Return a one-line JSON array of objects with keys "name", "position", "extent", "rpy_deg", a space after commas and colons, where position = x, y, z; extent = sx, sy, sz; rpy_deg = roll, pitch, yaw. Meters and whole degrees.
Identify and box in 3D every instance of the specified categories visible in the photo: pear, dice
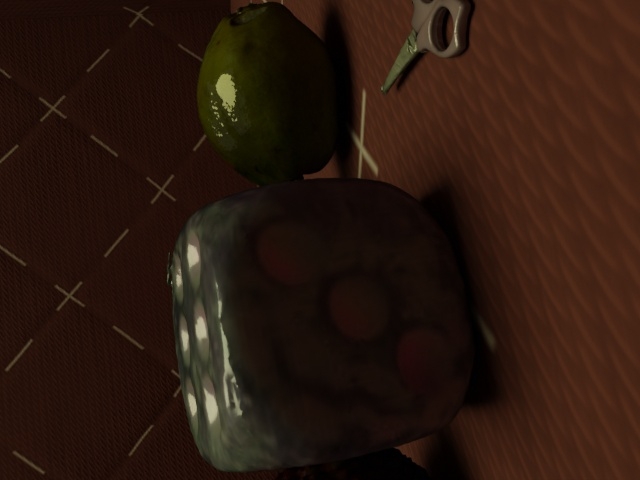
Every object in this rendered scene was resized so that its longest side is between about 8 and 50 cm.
[{"name": "pear", "position": [-0.091, -0.250, 0.927], "extent": [0.269, 0.269, 0.321], "rpy_deg": [-149, 40, -76]}, {"name": "dice", "position": [-0.014, 0.094, 0.598], "extent": [0.270, 0.272, 0.270], "rpy_deg": [144, 118, -61]}]

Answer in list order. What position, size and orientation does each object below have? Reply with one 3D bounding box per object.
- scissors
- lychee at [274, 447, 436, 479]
[{"name": "scissors", "position": [0.103, -0.211, 0.560], "extent": [0.212, 0.021, 0.110], "rpy_deg": [129, 129, -75]}, {"name": "lychee", "position": [0.049, 0.392, 0.634], "extent": [0.264, 0.265, 0.299], "rpy_deg": [-150, 51, -76]}]
